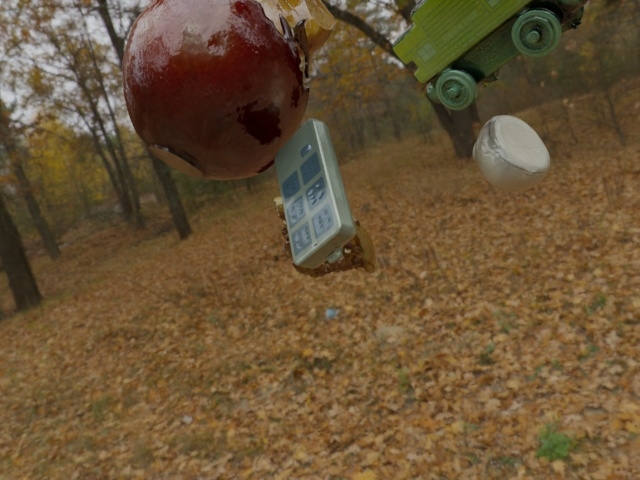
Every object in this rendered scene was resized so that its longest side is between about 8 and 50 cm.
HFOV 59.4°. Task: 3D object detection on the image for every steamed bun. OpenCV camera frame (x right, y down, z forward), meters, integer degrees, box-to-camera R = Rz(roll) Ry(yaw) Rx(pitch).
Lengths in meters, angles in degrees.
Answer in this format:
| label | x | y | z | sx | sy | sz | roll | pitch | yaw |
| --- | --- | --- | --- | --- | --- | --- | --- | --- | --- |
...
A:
| label | x | y | z | sx | sy | sz | roll | pitch | yaw |
| --- | --- | --- | --- | --- | --- | --- | --- | --- | --- |
| steamed bun | 0.481 | -0.216 | 1.443 | 0.177 | 0.228 | 0.130 | 8 | -40 | -16 |

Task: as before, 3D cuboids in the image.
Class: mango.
| label | x | y | z | sx | sy | sz | roll | pitch | yaw |
| --- | --- | --- | --- | --- | --- | --- | --- | --- | --- |
| mango | -0.067 | -0.573 | 1.463 | 0.201 | 0.199 | 0.350 | 5 | 34 | -24 |

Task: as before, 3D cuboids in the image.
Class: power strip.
| label | x | y | z | sx | sy | sz | roll | pitch | yaw |
| --- | --- | --- | --- | --- | --- | --- | --- | --- | --- |
| power strip | -0.014 | -0.083 | 0.933 | 0.046 | 0.270 | 0.118 | 15 | -42 | -36 |

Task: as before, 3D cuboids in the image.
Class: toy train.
| label | x | y | z | sx | sy | sz | roll | pitch | yaw |
| --- | --- | --- | --- | --- | --- | --- | --- | --- | --- |
| toy train | 0.361 | -0.485 | 1.261 | 0.179 | 0.272 | 0.442 | -48 | 11 | -33 |

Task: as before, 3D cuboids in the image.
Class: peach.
| label | x | y | z | sx | sy | sz | roll | pitch | yaw |
| --- | --- | --- | --- | --- | --- | --- | --- | --- | --- |
| peach | -0.201 | -0.276 | 1.065 | 0.309 | 0.335 | 0.406 | -59 | -1 | -16 |

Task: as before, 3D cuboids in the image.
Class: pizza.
| label | x | y | z | sx | sy | sz | roll | pitch | yaw |
| --- | --- | --- | --- | --- | --- | --- | --- | --- | --- |
| pizza | 0.000 | 0.000 | 1.810 | 0.278 | 0.409 | 0.114 | -41 | 19 | 23 |

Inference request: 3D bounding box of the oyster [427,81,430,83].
| label | x | y | z | sx | sy | sz | roll | pitch | yaw |
| --- | --- | --- | --- | --- | --- | --- | --- | --- | --- |
| oyster | 0.361 | -0.660 | 1.678 | 0.096 | 0.360 | 0.221 | 9 | 42 | 11 |
